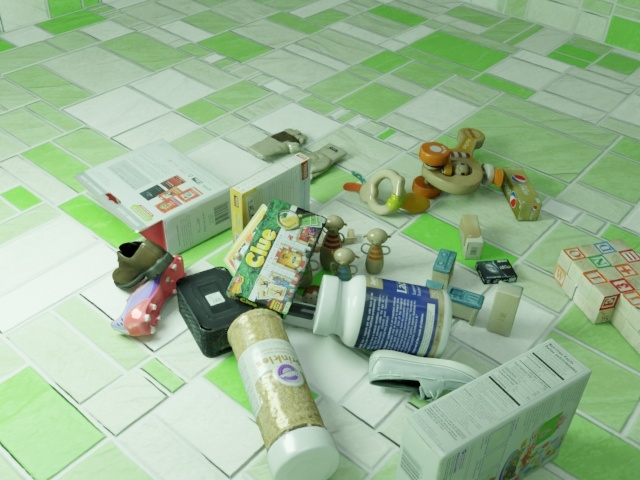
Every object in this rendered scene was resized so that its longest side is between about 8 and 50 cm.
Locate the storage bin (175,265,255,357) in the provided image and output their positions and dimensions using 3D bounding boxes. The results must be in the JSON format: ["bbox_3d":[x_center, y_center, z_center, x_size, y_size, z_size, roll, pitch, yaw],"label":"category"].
[{"bbox_3d":[-0.226,0.150,1.482,0.122,0.084,0.180,-17,42,-24],"label":"storage bin"}]

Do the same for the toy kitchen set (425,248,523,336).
[{"bbox_3d":[0.352,0.093,1.562,0.207,0.122,0.166,16,41,15],"label":"toy kitchen set"}]

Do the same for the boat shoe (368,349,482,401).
[{"bbox_3d":[0.205,0.280,1.368,0.228,0.079,0.081,10,57,7],"label":"boat shoe"}]

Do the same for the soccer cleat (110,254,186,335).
[{"bbox_3d":[-0.374,0.114,1.525,0.095,0.083,0.248,1,38,14],"label":"soccer cleat"}]

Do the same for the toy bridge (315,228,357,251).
[{"bbox_3d":[0.000,0.000,1.730,0.188,0.026,0.063,-1,41,-6],"label":"toy bridge"}]

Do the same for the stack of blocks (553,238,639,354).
[{"bbox_3d":[0.691,0.130,1.567,0.171,0.087,0.297,-10,41,-15],"label":"stack of blocks"}]

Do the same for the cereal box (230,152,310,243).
[{"bbox_3d":[-0.121,-0.100,1.732,0.047,0.172,0.240,30,45,31],"label":"cereal box"}]

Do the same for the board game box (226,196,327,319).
[{"bbox_3d":[-0.091,0.033,1.490,0.136,0.030,0.259,20,59,4],"label":"board game box"}]

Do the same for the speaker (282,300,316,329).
[{"bbox_3d":[-0.064,0.157,1.508,0.136,0.055,0.055,12,39,10],"label":"speaker"}]

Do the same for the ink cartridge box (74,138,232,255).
[{"bbox_3d":[-0.422,-0.102,1.745,0.272,0.130,0.309,-30,49,-32],"label":"ink cartridge box"}]

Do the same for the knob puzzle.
[{"bbox_3d":[-0.133,0.033,1.569,0.213,0.213,0.030,42,11,38],"label":"knob puzzle"}]

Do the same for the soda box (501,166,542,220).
[{"bbox_3d":[0.550,-0.131,1.903,0.058,0.061,0.181,-1,39,-4],"label":"soda box"}]

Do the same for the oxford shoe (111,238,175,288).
[{"bbox_3d":[-0.410,0.043,1.518,0.096,0.227,0.082,47,49,-17],"label":"oxford shoe"}]

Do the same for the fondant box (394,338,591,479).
[{"bbox_3d":[0.285,0.334,1.164,0.331,0.238,0.096,-19,43,-26],"label":"fondant box"}]

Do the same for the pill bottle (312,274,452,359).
[{"bbox_3d":[0.124,0.154,1.421,0.265,0.153,0.153,10,39,-4],"label":"pill bottle"}]

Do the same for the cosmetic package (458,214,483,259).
[{"bbox_3d":[0.380,-0.009,1.742,0.041,0.060,0.115,3,37,0],"label":"cosmetic package"}]

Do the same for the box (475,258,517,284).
[{"bbox_3d":[0.426,0.076,1.671,0.083,0.018,0.067,-3,40,-8],"label":"box"}]

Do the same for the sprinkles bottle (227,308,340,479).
[{"bbox_3d":[-0.079,0.286,1.293,0.121,0.121,0.355,-11,40,-17],"label":"sprinkles bottle"}]

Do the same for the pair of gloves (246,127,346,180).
[{"bbox_3d":[-0.071,-0.256,2.034,0.240,0.042,0.204,26,41,24],"label":"pair of gloves"}]

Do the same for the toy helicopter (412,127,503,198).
[{"bbox_3d":[0.418,-0.233,1.967,0.235,0.140,0.355,18,38,15],"label":"toy helicopter"}]

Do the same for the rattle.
[{"bbox_3d":[0.179,-0.136,1.883,0.143,0.130,0.200,-14,14,-36],"label":"rattle"}]

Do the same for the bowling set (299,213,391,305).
[{"bbox_3d":[0.018,0.045,1.573,0.287,0.154,0.199,5,38,3],"label":"bowling set"}]
